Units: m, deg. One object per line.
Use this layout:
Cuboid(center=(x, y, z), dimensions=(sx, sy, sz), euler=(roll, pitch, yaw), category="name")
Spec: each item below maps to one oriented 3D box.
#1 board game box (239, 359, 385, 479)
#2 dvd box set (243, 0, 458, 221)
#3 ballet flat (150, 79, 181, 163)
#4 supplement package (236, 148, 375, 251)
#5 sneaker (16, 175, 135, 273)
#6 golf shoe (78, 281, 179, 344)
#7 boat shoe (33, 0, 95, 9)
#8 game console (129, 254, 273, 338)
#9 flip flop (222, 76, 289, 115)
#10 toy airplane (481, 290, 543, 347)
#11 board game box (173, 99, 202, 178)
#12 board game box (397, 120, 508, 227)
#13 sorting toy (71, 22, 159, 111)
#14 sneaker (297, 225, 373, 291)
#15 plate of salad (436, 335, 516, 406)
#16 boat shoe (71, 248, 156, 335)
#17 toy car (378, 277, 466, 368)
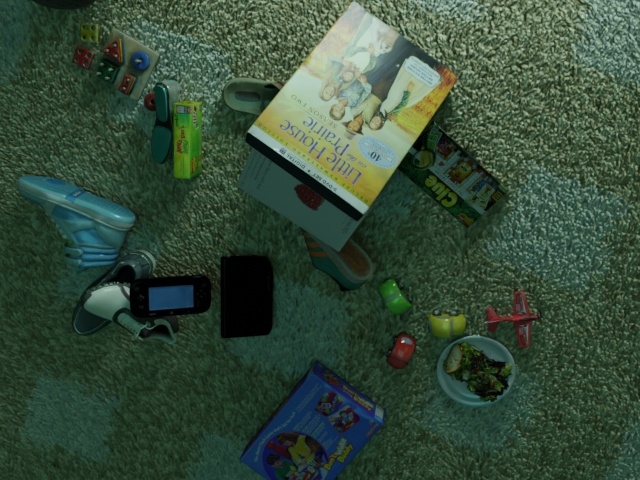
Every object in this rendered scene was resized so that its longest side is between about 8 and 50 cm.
Cuboid(center=(-0.023, 0.526, 1.954), dimensions=(0.233, 0.078, 0.347), euler=(37, 108, -2), category="board game box")
Cuboid(center=(0.075, -0.292, 1.597), dimensions=(0.308, 0.062, 0.420), euler=(36, 70, -1), category="dvd box set")
Cuboid(center=(-0.374, -0.292, 1.791), dimensions=(0.072, 0.068, 0.213), euler=(24, 120, 28), category="ballet flat")
Cuboid(center=(-0.013, -0.148, 1.683), dimensions=(0.293, 0.175, 0.177), euler=(32, 142, -1), category="supplement package")
Cuboid(center=(-0.659, -0.031, 1.883), dimensions=(0.319, 0.127, 0.208), euler=(23, 106, 3), category="sneaker")
Cuboid(center=(-0.476, 0.187, 1.849), dimensions=(0.273, 0.120, 0.105), euler=(19, 120, -39), category="golf shoe")
Cuboid(center=(-0.562, -0.643, 1.716), dimensions=(0.325, 0.123, 0.116), euler=(-9, 70, 20), category="boat shoe")
Cuboid(center=(-0.298, 0.150, 1.841), dimensions=(0.362, 0.044, 0.213), euler=(-3, 102, -16), category="game console")
Cuboid(center=(-0.104, -0.340, 1.728), dimensions=(0.277, 0.080, 0.112), euler=(7, 106, 8), category="flip flop")
Cuboid(center=(0.477, 0.198, 1.807), dimensions=(0.151, 0.028, 0.151), euler=(2, 104, 9), category="toy airplane")
Cuboid(center=(-0.326, -0.249, 1.784), dimensions=(0.043, 0.092, 0.181), euler=(5, 106, 9), category="board game box")
Cuboid(center=(0.305, -0.150, 1.696), dimensions=(0.260, 0.030, 0.136), euler=(36, 113, -23), category="board game box")
Cuboid(center=(-0.495, -0.437, 1.784), dimensions=(0.275, 0.046, 0.132), euler=(31, 108, 1), category="sorting toy")
Cuboid(center=(0.000, 0.000, 1.789), dimensions=(0.302, 0.108, 0.121), euler=(54, 141, 10), category="sneaker")
Cuboid(center=(0.397, 0.339, 1.849), dimensions=(0.200, 0.048, 0.199), euler=(2, 105, 8), category="plate of salad")
Cuboid(center=(-0.570, 0.149, 1.930), dimensions=(0.319, 0.099, 0.116), euler=(-43, 95, 17), category="boat shoe")
Cuboid(center=(0.222, 0.199, 1.836), dimensions=(0.239, 0.053, 0.225), euler=(-34, 98, 16), category="toy car")
